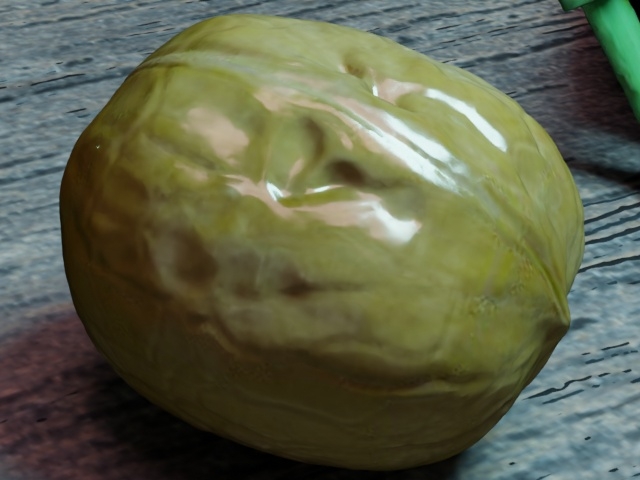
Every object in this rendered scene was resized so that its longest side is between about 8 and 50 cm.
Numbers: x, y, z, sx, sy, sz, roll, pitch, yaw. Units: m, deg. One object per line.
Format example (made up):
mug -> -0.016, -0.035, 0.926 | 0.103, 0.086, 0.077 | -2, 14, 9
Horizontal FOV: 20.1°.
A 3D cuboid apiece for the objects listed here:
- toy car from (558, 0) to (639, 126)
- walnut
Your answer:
toy car -> 0.257, -0.179, 1.110 | 0.176, 0.213, 0.359 | -24, 20, 20
walnut -> 0.000, 0.000, 0.774 | 0.225, 0.193, 0.193 | 16, 32, 11
